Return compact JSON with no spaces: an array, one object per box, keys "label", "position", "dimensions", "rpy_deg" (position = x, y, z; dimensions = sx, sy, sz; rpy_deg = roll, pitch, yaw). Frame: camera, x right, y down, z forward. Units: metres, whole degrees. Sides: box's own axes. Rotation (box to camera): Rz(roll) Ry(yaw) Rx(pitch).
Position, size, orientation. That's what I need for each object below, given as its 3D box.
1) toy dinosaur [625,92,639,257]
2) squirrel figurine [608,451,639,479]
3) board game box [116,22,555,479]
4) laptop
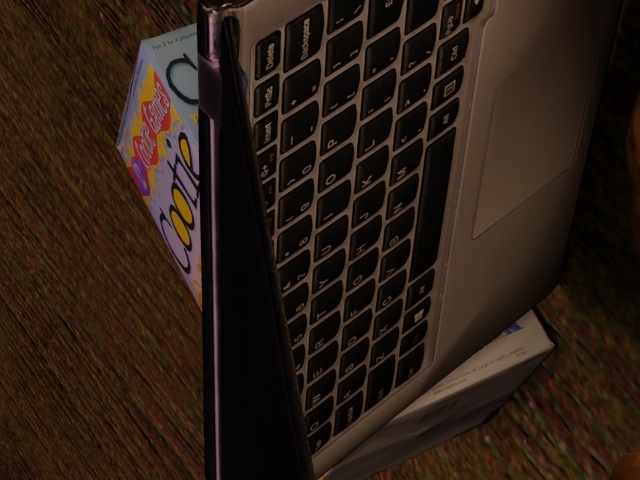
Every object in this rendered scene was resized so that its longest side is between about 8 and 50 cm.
[{"label":"toy dinosaur","position":[0.162,-0.050,0.852],"dimensions":[0.112,0.064,0.211],"rpy_deg":[47,150,44]},{"label":"squirrel figurine","position":[0.204,0.309,0.686],"dimensions":[0.281,0.397,0.370],"rpy_deg":[-12,-65,-74]},{"label":"board game box","position":[0.000,0.000,1.162],"dimensions":[0.275,0.144,0.142],"rpy_deg":[62,158,16]},{"label":"laptop","position":[0.067,0.070,0.781],"dimensions":[0.236,0.408,0.382],"rpy_deg":[40,150,25]}]
